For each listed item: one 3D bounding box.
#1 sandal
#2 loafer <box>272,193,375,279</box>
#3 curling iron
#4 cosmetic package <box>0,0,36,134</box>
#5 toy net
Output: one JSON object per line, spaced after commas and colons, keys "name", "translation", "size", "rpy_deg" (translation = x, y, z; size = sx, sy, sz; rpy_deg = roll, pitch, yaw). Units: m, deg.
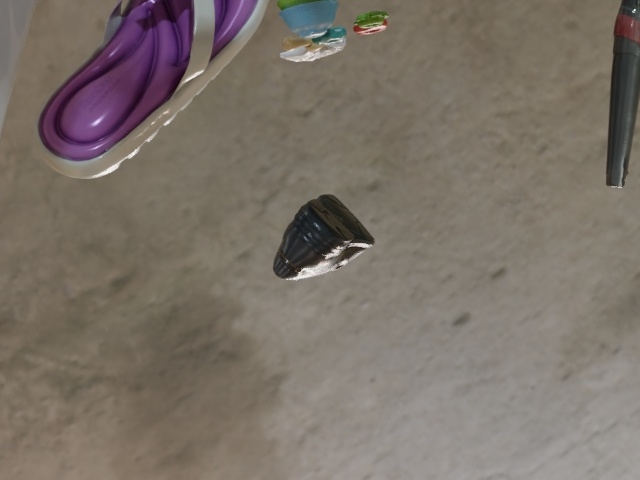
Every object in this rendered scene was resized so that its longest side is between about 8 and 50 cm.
{"name": "sandal", "translation": [-0.184, -0.250, 1.528], "size": [0.416, 0.169, 0.102], "rpy_deg": [-60, 165, -20]}
{"name": "loafer", "translation": [0.000, 0.000, 1.116], "size": [0.061, 0.062, 0.170], "rpy_deg": [-46, 168, 12]}
{"name": "curling iron", "translation": [0.288, -0.183, 1.194], "size": [0.068, 0.035, 0.274], "rpy_deg": [20, 75, -69]}
{"name": "cosmetic package", "translation": [-0.364, -0.242, 1.082], "size": [0.161, 0.230, 0.453], "rpy_deg": [34, 61, -53]}
{"name": "toy net", "translation": [0.009, -0.251, 1.523], "size": [0.122, 0.232, 0.045], "rpy_deg": [-11, 90, -4]}
